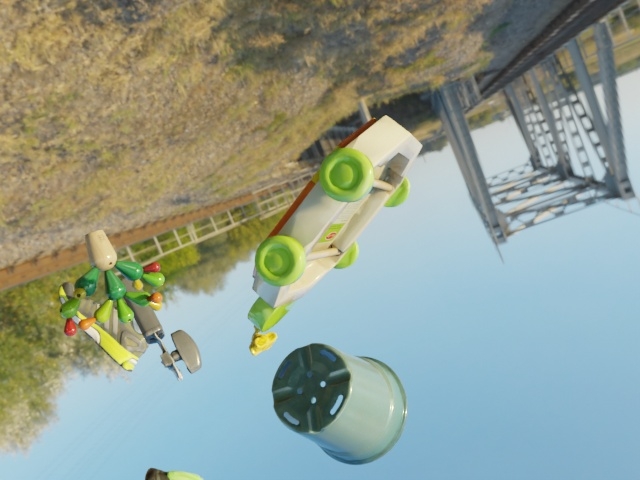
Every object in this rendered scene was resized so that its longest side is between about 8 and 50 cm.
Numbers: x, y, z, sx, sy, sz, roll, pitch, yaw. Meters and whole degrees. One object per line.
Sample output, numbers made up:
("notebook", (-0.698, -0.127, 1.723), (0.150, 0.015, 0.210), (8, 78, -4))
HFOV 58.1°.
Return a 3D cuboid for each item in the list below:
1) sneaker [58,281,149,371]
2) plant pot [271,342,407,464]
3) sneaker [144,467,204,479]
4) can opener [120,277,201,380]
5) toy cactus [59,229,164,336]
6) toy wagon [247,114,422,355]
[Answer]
("sneaker", (-0.571, 0.210, 1.534), (0.121, 0.300, 0.111), (-46, 175, -22))
("plant pot", (0.042, 0.471, 1.716), (0.341, 0.341, 0.334), (-21, 147, 19))
("sneaker", (-0.465, 0.752, 1.393), (0.482, 0.202, 0.185), (-58, -166, -2))
("can opener", (-0.373, 0.198, 1.352), (0.095, 0.283, 0.076), (-26, 159, -21))
("toy cactus", (-0.387, 0.069, 1.061), (0.219, 0.180, 0.112), (-22, -176, -40))
("toy wagon", (0.000, 0.000, 0.734), (0.344, 0.068, 0.267), (-51, 167, 12))
